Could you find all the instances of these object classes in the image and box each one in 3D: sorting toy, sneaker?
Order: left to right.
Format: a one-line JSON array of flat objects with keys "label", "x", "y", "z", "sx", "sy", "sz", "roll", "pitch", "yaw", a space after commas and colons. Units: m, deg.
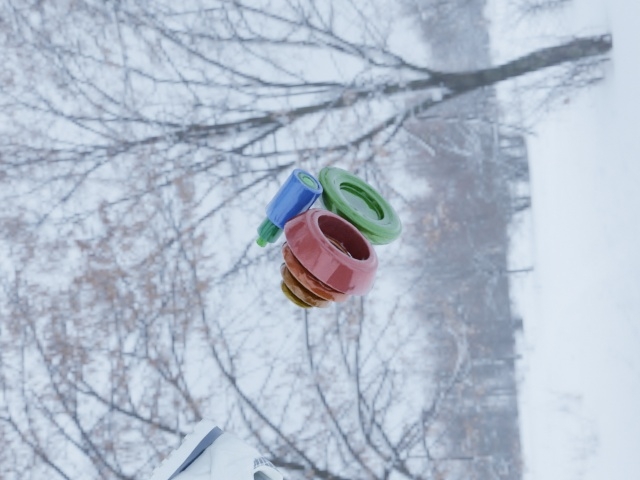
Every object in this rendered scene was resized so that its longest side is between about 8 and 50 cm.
[{"label": "sneaker", "x": -0.107, "y": 0.236, "z": 0.771, "sx": 0.090, "sy": 0.094, "sz": 0.235, "roll": -62, "pitch": -7, "yaw": 28}, {"label": "sorting toy", "x": 0.000, "y": 0.000, "z": 0.438, "sx": 0.042, "sy": 0.061, "sz": 0.102, "roll": -51, "pitch": 3, "yaw": 25}]
